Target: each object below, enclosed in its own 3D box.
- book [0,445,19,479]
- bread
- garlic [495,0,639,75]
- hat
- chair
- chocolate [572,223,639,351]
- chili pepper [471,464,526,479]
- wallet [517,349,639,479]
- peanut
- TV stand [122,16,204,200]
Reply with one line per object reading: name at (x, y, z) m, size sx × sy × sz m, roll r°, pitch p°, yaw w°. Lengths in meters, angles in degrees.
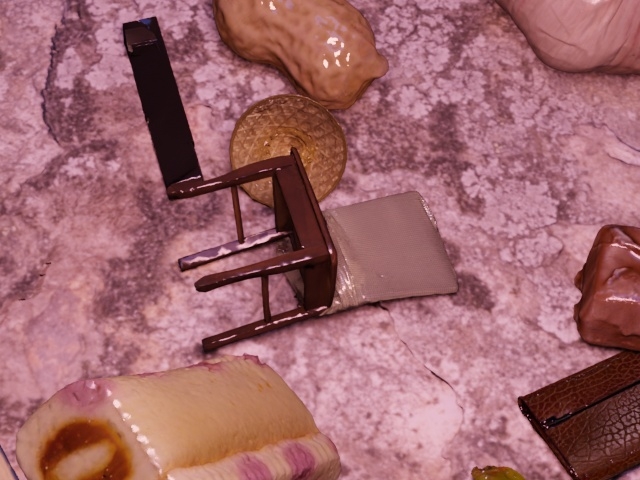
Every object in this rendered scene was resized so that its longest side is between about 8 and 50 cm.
book at (-0.382, 0.254, 1.399) m, size 0.039 × 0.300 × 0.428 m, roll -14°, pitch 58°, yaw -40°
bread at (-0.133, 0.219, 1.410) m, size 0.155 × 0.338 × 0.187 m, roll -45°, pitch 72°, yaw 18°
garlic at (0.362, -0.363, 1.809) m, size 0.318 × 0.259 × 0.317 m, roll 10°, pitch 64°, yaw -20°
hat at (-0.037, -0.113, 1.759) m, size 0.146 × 0.067 × 0.146 m, roll 1°, pitch 102°, yaw 3°
chair at (0.000, 0.000, 1.628) m, size 0.319 × 0.186 × 0.160 m, roll -15°, pitch 57°, yaw -9°
chocolate at (0.406, 0.055, 1.652) m, size 0.214 × 0.093 × 0.148 m, roll 9°, pitch 46°, yaw 9°
chili pepper at (0.235, 0.321, 1.539) m, size 0.052 × 0.050 × 0.201 m, roll 3°, pitch 50°, yaw -45°
wallet at (0.363, 0.186, 1.625) m, size 0.243 × 0.039 × 0.132 m, roll -20°, pitch 59°, yaw -17°
peanut at (-0.043, -0.282, 1.811) m, size 0.159 × 0.143 × 0.291 m, roll -42°, pitch 73°, yaw 13°
TV stand at (-0.199, -0.168, 1.786) m, size 0.049 × 0.040 × 0.256 m, roll -13°, pitch 62°, yaw -11°
